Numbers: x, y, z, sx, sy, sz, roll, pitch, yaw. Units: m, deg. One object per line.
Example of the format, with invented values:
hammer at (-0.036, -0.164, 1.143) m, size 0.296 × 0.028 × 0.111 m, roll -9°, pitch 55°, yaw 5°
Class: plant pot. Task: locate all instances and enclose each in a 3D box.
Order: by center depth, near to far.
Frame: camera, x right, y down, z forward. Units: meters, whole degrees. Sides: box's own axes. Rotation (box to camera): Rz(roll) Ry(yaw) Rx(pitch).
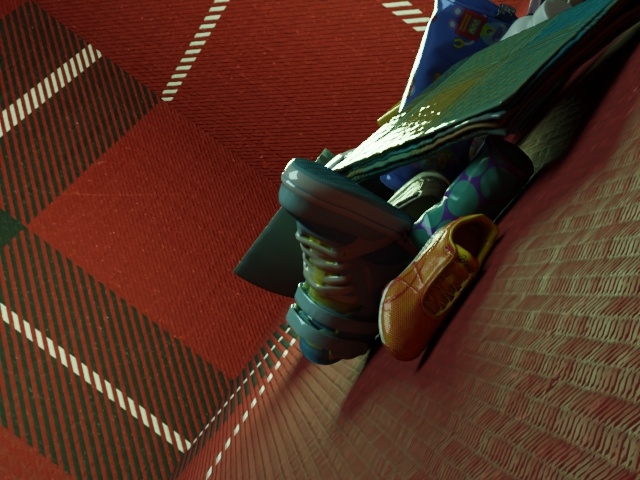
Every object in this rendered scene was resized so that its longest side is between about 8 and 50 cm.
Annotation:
plant pot at (0.000, 0.000, 2.118) m, size 0.290 × 0.195 × 0.290 m, roll -54°, pitch 2°, yaw 3°

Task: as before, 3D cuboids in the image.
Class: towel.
towel at (0.182, -0.166, 1.257) m, size 0.271 × 0.040 × 0.370 m, roll -41°, pitch 11°, yaw -24°

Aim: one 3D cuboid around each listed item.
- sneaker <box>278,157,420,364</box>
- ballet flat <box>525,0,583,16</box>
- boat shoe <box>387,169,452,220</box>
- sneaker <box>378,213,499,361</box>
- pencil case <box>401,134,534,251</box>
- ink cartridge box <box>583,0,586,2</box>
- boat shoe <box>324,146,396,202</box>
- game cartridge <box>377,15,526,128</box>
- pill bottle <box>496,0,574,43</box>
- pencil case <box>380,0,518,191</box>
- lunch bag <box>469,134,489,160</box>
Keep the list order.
sneaker at (0.015, 0.040, 1.279) m, size 0.208 × 0.127 × 0.319 m, roll -58°, pitch -32°, yaw 3°
ballet flat at (0.307, -0.280, 1.491) m, size 0.221 × 0.077 × 0.079 m, roll 96°, pitch 158°, yaw -49°
boat shoe at (0.083, 0.012, 1.560) m, size 0.257 × 0.095 × 0.095 m, roll -52°, pitch 8°, yaw 19°
sneaker at (0.108, 0.037, 1.046) m, size 0.067 × 0.064 × 0.175 m, roll -32°, pitch 22°, yaw 56°
pencil case at (0.155, -0.041, 1.179) m, size 0.152 × 0.064 × 0.070 m, roll -51°, pitch 37°, yaw 30°
ink cartridge box at (0.402, -0.485, 1.528) m, size 0.165 × 0.065 × 0.333 m, roll 128°, pitch 156°, yaw -57°
boat shoe at (0.122, -0.109, 1.777) m, size 0.306 × 0.113 × 0.105 m, roll -23°, pitch 9°, yaw -34°
game cartridge at (0.248, -0.275, 1.817) m, size 0.285 × 0.053 × 0.324 m, roll -32°, pitch 6°, yaw 22°
pill bottle at (0.263, -0.225, 1.440) m, size 0.169 × 0.094 × 0.094 m, roll -51°, pitch 3°, yaw 45°
pencil case at (0.184, -0.204, 1.594) m, size 0.119 × 0.133 × 0.306 m, roll -94°, pitch 20°, yaw -64°
lunch bag at (0.227, -0.173, 1.707) m, size 0.083 × 0.071 × 0.053 m, roll -54°, pitch -2°, yaw -2°
